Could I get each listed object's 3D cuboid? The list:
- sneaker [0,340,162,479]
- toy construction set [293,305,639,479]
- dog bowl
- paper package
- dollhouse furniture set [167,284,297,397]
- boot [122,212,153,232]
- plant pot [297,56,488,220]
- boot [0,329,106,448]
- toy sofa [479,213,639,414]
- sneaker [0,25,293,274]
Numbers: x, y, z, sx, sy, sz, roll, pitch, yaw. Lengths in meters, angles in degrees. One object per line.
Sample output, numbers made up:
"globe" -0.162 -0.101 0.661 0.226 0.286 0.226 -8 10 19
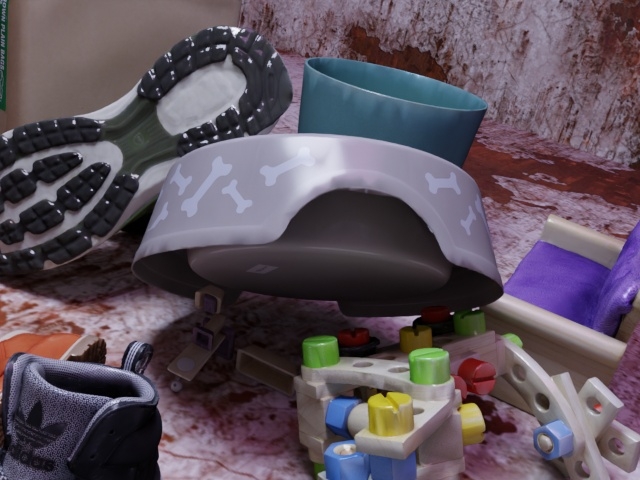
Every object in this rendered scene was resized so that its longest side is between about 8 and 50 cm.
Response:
"sneaker" -0.173 0.153 0.376 0.101 0.153 0.268 18 23 13
"toy construction set" 0.115 0.135 0.586 0.327 0.151 0.215 8 -3 -33
"dog bowl" 0.000 0.000 0.673 0.348 0.102 0.349 3 -15 1
"paper package" -0.285 -0.199 0.926 0.309 0.325 0.168 -12 32 -44
"dollhouse furniture set" -0.080 0.113 0.637 0.114 0.091 0.081 23 39 14
"boot" -0.129 -0.028 0.903 0.207 0.094 0.246 26 19 36
"plant pot" 0.092 -0.142 1.114 0.293 0.235 0.293 12 22 -5
"boot" -0.247 0.116 0.558 0.084 0.059 0.158 13 14 6
"toy sofa" 0.307 0.058 0.842 0.150 0.177 0.362 23 25 22
"sneaker" -0.213 -0.078 0.792 0.410 0.158 0.182 -27 -6 0
